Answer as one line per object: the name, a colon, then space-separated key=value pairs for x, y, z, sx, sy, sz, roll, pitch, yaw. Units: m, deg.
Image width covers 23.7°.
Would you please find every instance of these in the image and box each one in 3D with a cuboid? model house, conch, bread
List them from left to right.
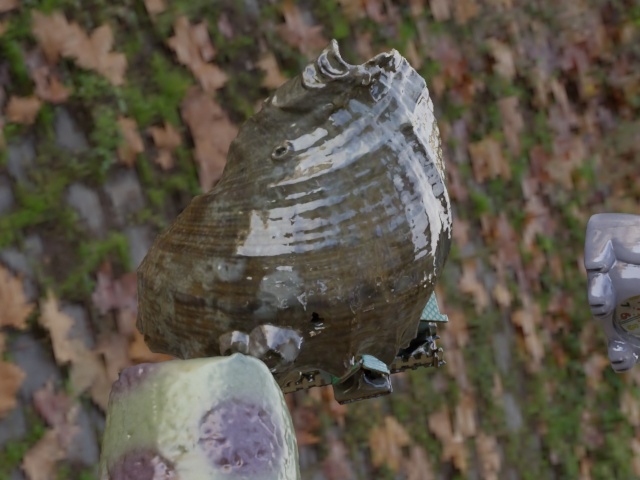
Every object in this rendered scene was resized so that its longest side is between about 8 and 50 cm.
bread: x=-0.092 y=0.267 z=1.113 sx=0.187 sy=0.155 sz=0.338 roll=79 pitch=12 yaw=-61
conch: x=0.008 y=0.014 z=1.328 sx=0.297 sy=0.352 sz=0.210 roll=-5 pitch=51 yaw=-43
model house: x=0.037 y=0.100 z=2.062 sx=0.206 sy=0.271 sz=0.178 roll=83 pitch=-2 yaw=-56

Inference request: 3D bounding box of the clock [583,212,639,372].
clock: x=0.440 y=0.047 z=1.725 sx=0.189 sy=0.254 sz=0.189 roll=16 pitch=72 yaw=-62
